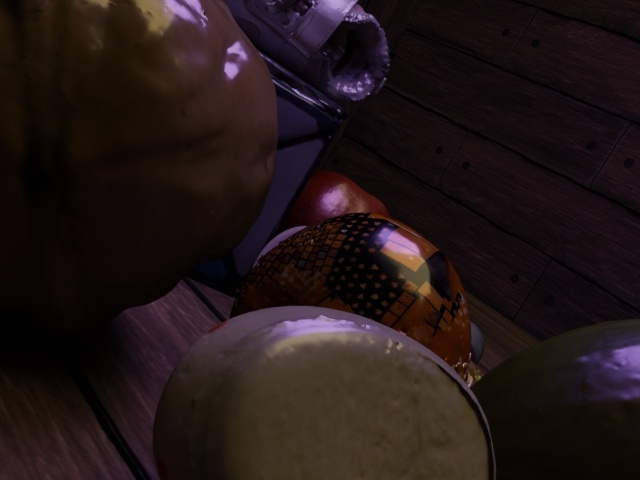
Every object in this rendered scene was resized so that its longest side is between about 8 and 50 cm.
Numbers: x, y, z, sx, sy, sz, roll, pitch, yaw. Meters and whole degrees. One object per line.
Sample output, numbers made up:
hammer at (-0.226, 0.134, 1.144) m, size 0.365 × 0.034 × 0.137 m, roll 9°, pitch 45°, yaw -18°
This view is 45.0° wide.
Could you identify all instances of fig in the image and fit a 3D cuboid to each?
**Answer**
fig at (0.249, 0.211, 0.667) m, size 0.316 × 0.316 × 0.316 m, roll 31°, pitch 7°, yaw -4°

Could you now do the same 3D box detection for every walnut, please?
walnut at (-0.210, -0.098, 0.639) m, size 0.381 × 0.381 × 0.381 m, roll 31°, pitch 7°, yaw -4°

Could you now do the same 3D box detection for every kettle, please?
kettle at (0.231, 0.204, 1.337) m, size 0.098 × 0.126 × 0.148 m, roll 0°, pitch 3°, yaw 14°

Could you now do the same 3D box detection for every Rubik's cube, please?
Rubik's cube at (-0.189, -0.145, 1.102) m, size 0.310 × 0.307 × 0.305 m, roll 28°, pitch 6°, yaw -29°

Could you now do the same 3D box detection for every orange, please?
orange at (0.027, 0.090, 0.683) m, size 0.182 × 0.234 × 0.234 m, roll 26°, pitch 9°, yaw -36°

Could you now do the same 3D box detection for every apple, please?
apple at (0.000, 0.000, 1.209) m, size 0.218 × 0.201 × 0.218 m, roll 35°, pitch -10°, yaw 7°

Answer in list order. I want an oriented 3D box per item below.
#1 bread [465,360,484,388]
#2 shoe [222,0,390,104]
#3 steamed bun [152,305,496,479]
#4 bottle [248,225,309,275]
bread at (0.212, 0.224, 1.154) m, size 0.094 × 0.083 × 0.157 m, roll 44°, pitch 8°, yaw 7°
shoe at (-0.033, -0.328, 1.069) m, size 0.198 × 0.172 × 0.351 m, roll 39°, pitch 8°, yaw 40°
steamed bun at (-0.003, 0.136, 0.498) m, size 0.228 × 0.177 × 0.131 m, roll 27°, pitch -18°, yaw -25°
bottle at (0.026, 0.091, 1.037) m, size 0.236 × 0.147 × 0.147 m, roll 35°, pitch 2°, yaw -45°
